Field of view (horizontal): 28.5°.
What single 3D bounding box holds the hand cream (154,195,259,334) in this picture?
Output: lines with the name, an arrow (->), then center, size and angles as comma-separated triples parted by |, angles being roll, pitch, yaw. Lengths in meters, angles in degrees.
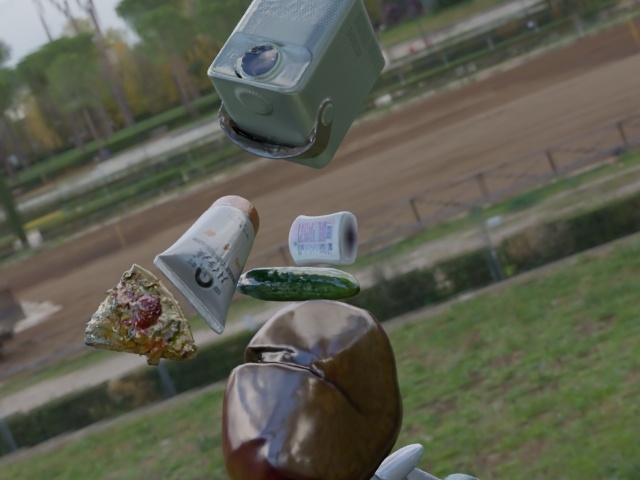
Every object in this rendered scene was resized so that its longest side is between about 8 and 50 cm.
hand cream -> -0.166, 0.021, 1.857 | 0.089, 0.140, 0.314 | -36, 15, 22

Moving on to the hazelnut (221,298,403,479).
hazelnut -> -0.015, 0.165, 1.217 | 0.181, 0.181, 0.212 | -2, 51, 47

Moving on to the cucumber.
cucumber -> -0.042, 0.064, 1.909 | 0.250, 0.056, 0.056 | 0, 19, 33

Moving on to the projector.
projector -> -0.033, -0.228, 1.729 | 0.163, 0.177, 0.242 | 17, 66, 29

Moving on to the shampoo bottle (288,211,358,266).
shampoo bottle -> 0.000, 0.000, 1.694 | 0.099, 0.072, 0.043 | -4, -9, 38

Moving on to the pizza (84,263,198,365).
pizza -> -0.127, 0.056, 0.881 | 0.078, 0.083, 0.025 | -25, -17, -41

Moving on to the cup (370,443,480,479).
cup -> 0.149, 0.398, 1.540 | 0.173, 0.300, 0.167 | -34, 6, -32
